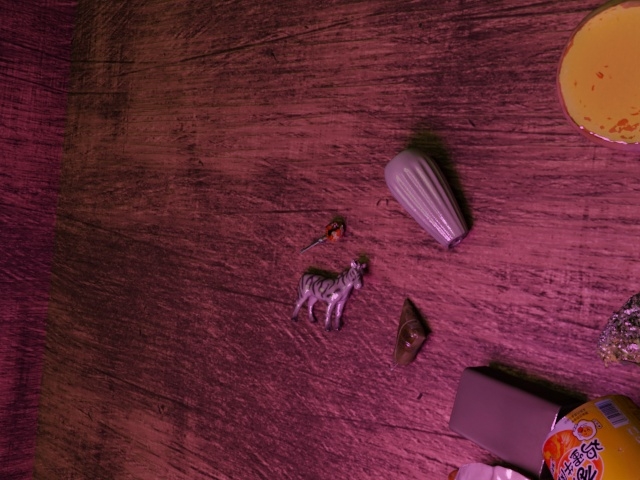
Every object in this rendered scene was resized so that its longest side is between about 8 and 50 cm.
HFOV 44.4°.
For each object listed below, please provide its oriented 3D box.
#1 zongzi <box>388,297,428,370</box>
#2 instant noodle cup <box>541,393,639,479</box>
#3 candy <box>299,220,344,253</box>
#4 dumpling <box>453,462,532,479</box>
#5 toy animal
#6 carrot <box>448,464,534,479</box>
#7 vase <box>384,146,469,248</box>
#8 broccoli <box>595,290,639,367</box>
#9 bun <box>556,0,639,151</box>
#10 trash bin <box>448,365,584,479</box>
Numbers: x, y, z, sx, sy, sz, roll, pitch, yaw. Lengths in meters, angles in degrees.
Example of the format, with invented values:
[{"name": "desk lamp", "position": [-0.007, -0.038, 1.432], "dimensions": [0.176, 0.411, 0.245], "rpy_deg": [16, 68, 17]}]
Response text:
[{"name": "zongzi", "position": [0.200, 0.237, 1.918], "dimensions": [0.130, 0.062, 0.154], "rpy_deg": [-110, 33, -46]}, {"name": "instant noodle cup", "position": [0.546, 0.427, 1.450], "dimensions": [0.264, 0.264, 0.200], "rpy_deg": [-55, 41, 25]}, {"name": "candy", "position": [0.000, 0.000, 2.110], "dimensions": [0.185, 0.049, 0.055], "rpy_deg": [-33, 35, 44]}, {"name": "dumpling", "position": [0.360, 0.601, 1.640], "dimensions": [0.260, 0.181, 0.341], "rpy_deg": [36, 152, 37]}, {"name": "toy animal", "position": [0.029, 0.154, 2.043], "dimensions": [0.255, 0.090, 0.170], "rpy_deg": [-14, 74, 38]}, {"name": "carrot", "position": [0.366, 0.527, 1.738], "dimensions": [0.210, 0.061, 0.061], "rpy_deg": [-17, 76, 44]}, {"name": "vase", "position": [0.254, -0.096, 1.837], "dimensions": [0.128, 0.128, 0.248], "rpy_deg": [-44, 70, 31]}, {"name": "broccoli", "position": [0.649, 0.257, 1.428], "dimensions": [0.252, 0.221, 0.361], "rpy_deg": [-4, 83, 5]}, {"name": "bun", "position": [0.611, -0.322, 1.502], "dimensions": [0.299, 0.165, 0.298], "rpy_deg": [7, 103, 31]}, {"name": "trash bin", "position": [0.410, 0.376, 1.665], "dimensions": [0.240, 0.122, 0.164], "rpy_deg": [21, 101, 43]}]
